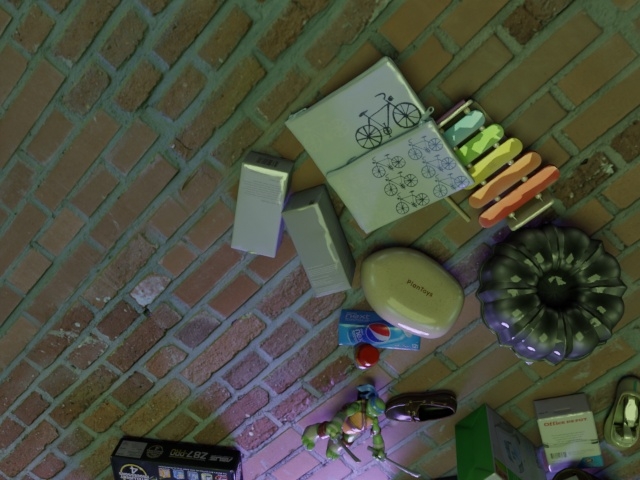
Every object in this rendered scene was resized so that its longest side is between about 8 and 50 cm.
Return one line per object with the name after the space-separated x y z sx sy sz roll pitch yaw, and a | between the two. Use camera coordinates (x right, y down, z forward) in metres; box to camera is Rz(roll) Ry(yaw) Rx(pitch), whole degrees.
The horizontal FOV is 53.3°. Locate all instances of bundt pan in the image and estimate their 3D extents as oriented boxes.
0.518 0.112 1.411 0.330 0.124 0.331 -1 80 5 | bundt pan

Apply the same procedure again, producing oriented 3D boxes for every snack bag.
0.124 -0.201 1.421 0.323 0.037 0.343 -24 110 38 | snack bag

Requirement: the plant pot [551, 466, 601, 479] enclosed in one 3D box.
0.695 0.707 1.681 0.215 0.215 0.230 -24 123 19 | plant pot

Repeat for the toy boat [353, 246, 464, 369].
0.178 0.173 1.548 0.267 0.148 0.318 35 79 4 | toy boat

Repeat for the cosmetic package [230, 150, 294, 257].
-0.141 -0.085 1.544 0.117 0.085 0.231 14 119 3 | cosmetic package

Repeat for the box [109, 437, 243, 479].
-0.438 0.782 2.002 0.394 0.097 0.319 4 119 7 | box

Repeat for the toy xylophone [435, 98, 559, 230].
0.359 -0.154 1.428 0.322 0.081 0.236 39 116 -9 | toy xylophone

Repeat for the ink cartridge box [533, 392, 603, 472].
0.658 0.513 1.696 0.139 0.082 0.191 -14 111 16 | ink cartridge box

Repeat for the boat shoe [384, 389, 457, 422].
0.270 0.460 1.742 0.206 0.073 0.073 -17 112 18 | boat shoe

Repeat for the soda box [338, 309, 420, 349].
0.154 0.231 1.651 0.209 0.071 0.067 2 116 9 | soda box

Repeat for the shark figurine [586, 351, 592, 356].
0.544 0.136 1.518 0.278 0.166 0.116 28 146 24 | shark figurine

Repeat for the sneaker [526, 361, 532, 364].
0.482 0.245 1.548 0.082 0.191 0.071 33 89 4 | sneaker

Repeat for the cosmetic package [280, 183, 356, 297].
0.000 0.000 1.537 0.107 0.127 0.238 -18 109 18 | cosmetic package

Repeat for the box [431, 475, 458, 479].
0.335 0.803 1.842 0.270 0.165 0.143 -16 112 17 | box

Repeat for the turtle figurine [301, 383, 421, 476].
0.078 0.550 1.728 0.266 0.197 0.275 -39 62 41 | turtle figurine

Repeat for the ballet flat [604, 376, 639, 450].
0.791 0.470 1.654 0.086 0.086 0.249 0 115 10 | ballet flat

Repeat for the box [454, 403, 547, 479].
0.476 0.610 1.673 0.231 0.262 0.127 41 115 -10 | box
